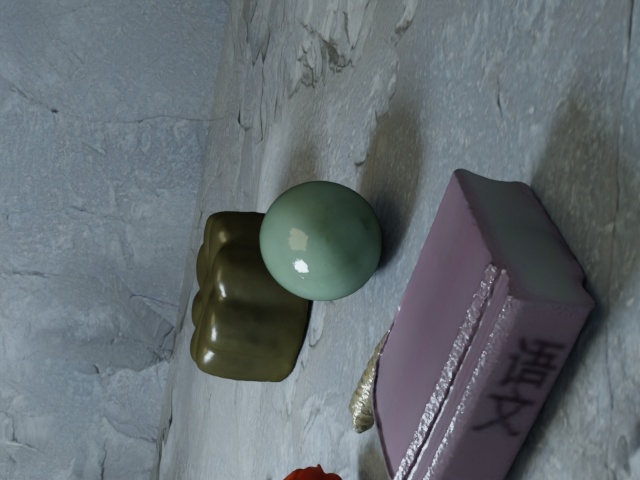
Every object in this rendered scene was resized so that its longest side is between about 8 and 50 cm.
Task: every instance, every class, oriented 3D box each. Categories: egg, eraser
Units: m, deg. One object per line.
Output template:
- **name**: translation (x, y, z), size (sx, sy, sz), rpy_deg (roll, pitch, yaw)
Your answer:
- **egg**: translation (0.000, 0.000, 1.826), size (0.282, 0.202, 0.203), rpy_deg (-159, 78, -78)
- **eraser**: translation (0.178, 0.135, 1.317), size (0.272, 0.122, 0.359), rpy_deg (-105, 30, -53)

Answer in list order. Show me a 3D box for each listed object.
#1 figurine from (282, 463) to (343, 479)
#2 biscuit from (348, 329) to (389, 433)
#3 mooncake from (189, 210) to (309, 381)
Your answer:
- **figurine**: translation (-0.021, 0.462, 1.701), size (0.181, 0.208, 0.257), rpy_deg (47, 137, 30)
- **biscuit**: translation (0.092, 0.213, 1.667), size (0.061, 0.055, 0.219), rpy_deg (-71, 2, -49)
- **mooncake**: translation (-0.165, 0.114, 2.290), size (0.378, 0.200, 0.379), rpy_deg (-173, 90, -71)
